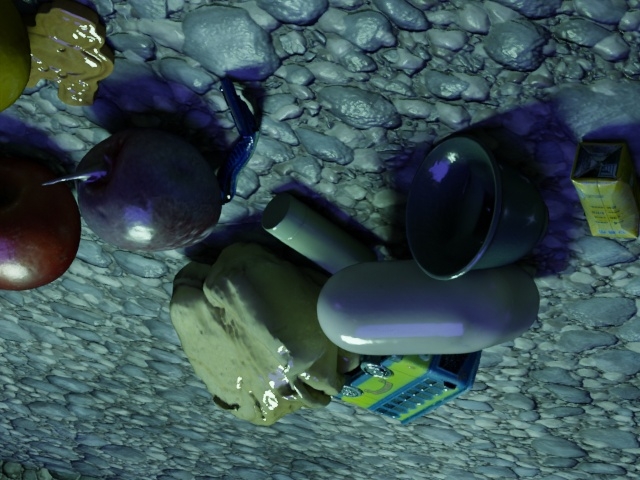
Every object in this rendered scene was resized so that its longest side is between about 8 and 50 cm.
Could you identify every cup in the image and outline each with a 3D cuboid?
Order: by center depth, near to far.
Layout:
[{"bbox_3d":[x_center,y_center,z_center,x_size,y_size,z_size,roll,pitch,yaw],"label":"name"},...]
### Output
[{"bbox_3d":[0.234,-0.035,1.630,0.150,0.199,0.199,10,159,-32],"label":"cup"}]

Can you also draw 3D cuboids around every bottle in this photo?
[{"bbox_3d":[0.000,0.000,1.908,0.201,0.072,0.072,33,148,-33],"label":"bottle"}]

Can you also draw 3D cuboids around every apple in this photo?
[{"bbox_3d":[-0.510,-0.027,1.968,0.218,0.218,0.201,11,146,9],"label":"apple"}]

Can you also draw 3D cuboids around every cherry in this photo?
[{"bbox_3d":[-0.259,-0.074,1.781,0.213,0.184,0.266,1,167,43],"label":"cherry"}]

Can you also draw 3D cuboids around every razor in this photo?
[{"bbox_3d":[-0.122,-0.128,1.752,0.056,0.093,0.324,-17,163,-15],"label":"razor"}]

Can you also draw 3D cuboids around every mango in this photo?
[{"bbox_3d":[-0.479,-0.253,1.588,0.195,0.142,0.331,38,159,0],"label":"mango"}]

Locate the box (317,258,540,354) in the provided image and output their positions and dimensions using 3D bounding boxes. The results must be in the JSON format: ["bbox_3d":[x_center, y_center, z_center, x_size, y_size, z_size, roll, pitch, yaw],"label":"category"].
[{"bbox_3d":[0.171,0.099,1.810,0.288,0.141,0.349,-2,178,22],"label":"box"}]

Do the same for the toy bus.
[{"bbox_3d":[0.153,0.212,2.153,0.190,0.152,0.312,22,153,-12],"label":"toy bus"}]

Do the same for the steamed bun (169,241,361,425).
[{"bbox_3d":[-0.091,0.152,2.078,0.372,0.230,0.325,-20,99,54],"label":"steamed bun"}]

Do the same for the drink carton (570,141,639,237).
[{"bbox_3d":[0.393,-0.052,1.599,0.084,0.075,0.200,1,149,27],"label":"drink carton"}]

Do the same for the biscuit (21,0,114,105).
[{"bbox_3d":[-0.360,-0.258,1.644,0.144,0.040,0.236,17,156,-16],"label":"biscuit"}]
